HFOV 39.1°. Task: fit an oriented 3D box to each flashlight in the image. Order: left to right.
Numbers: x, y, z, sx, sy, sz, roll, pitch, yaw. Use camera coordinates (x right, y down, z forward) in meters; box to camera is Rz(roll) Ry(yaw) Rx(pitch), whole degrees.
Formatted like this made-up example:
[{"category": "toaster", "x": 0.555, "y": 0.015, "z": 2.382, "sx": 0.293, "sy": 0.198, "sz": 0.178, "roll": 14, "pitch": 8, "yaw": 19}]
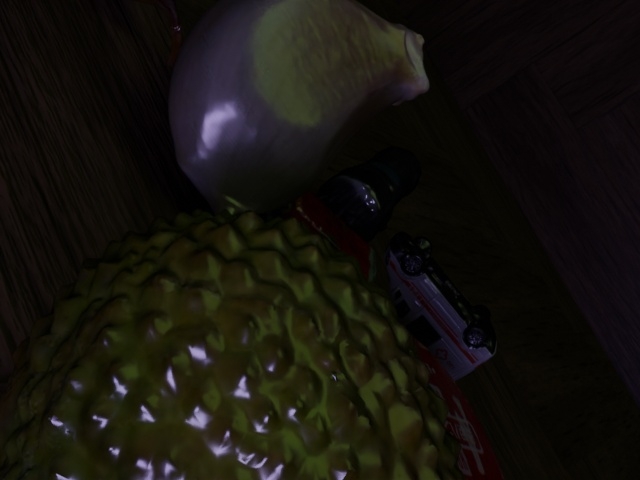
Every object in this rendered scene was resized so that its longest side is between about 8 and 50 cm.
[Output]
[{"category": "flashlight", "x": 0.082, "y": -0.081, "z": 1.362, "sx": 0.103, "sy": 0.103, "sz": 0.424, "roll": 55, "pitch": 18, "yaw": -3}]

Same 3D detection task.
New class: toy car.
[{"category": "toy car", "x": 0.143, "y": 0.090, "z": 1.219, "sx": 0.209, "sy": 0.108, "sz": 0.089, "roll": 50, "pitch": 23, "yaw": -5}]

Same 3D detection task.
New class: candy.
[{"category": "candy", "x": 0.001, "y": 0.000, "z": 1.092, "sx": 0.292, "sy": 0.059, "sz": 0.086, "roll": 44, "pitch": 25, "yaw": -28}]

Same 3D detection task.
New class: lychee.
[{"category": "lychee", "x": -0.047, "y": 0.144, "z": 0.493, "sx": 0.270, "sy": 0.270, "sz": 0.320, "roll": -89, "pitch": -179, "yaw": -57}]

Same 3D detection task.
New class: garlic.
[{"category": "garlic", "x": -0.069, "y": -0.144, "z": 0.996, "sx": 0.246, "sy": 0.231, "sz": 0.340, "roll": 45, "pitch": 63, "yaw": -26}]

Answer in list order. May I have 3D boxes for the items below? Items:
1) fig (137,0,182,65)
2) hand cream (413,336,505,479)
[{"category": "fig", "x": -0.197, "y": -0.300, "z": 1.015, "sx": 0.201, "sy": 0.134, "sz": 0.146, "roll": 64, "pitch": 29, "yaw": -5}, {"category": "hand cream", "x": 0.053, "y": 0.202, "z": 0.782, "sx": 0.230, "sy": 0.149, "sz": 0.230, "roll": 47, "pitch": 20, "yaw": -23}]
